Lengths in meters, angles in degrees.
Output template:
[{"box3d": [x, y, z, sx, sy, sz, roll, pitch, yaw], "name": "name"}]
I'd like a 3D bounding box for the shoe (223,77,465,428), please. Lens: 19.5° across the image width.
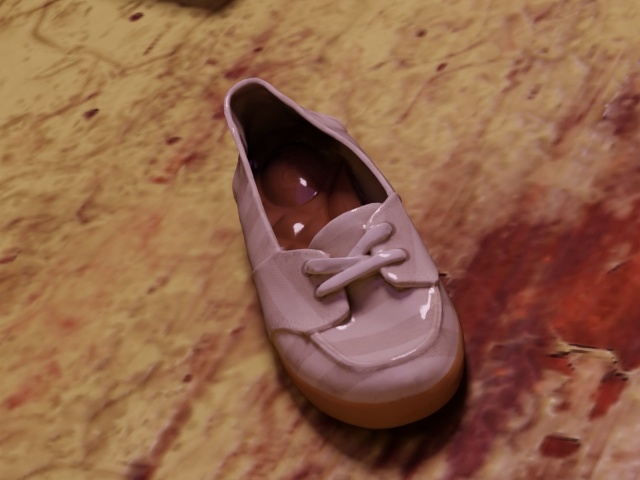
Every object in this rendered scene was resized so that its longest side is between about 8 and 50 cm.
[{"box3d": [0.000, 0.000, 0.799, 0.076, 0.058, 0.219, -26, 36, -2], "name": "shoe"}]
